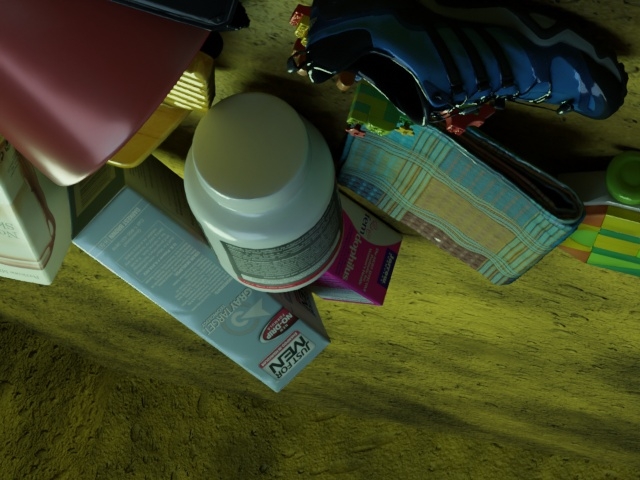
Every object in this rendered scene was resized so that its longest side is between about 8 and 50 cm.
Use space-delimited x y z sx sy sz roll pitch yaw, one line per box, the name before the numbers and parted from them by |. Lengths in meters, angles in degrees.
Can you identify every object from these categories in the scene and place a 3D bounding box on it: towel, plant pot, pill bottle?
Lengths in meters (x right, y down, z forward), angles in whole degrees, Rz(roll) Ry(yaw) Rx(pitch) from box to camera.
towel | 0.145 -0.055 1.720 0.271 0.040 0.370 33 166 3
plant pot | -0.238 -0.224 1.264 0.243 0.275 0.275 35 159 -21
pill bottle | -0.067 -0.059 1.798 0.176 0.176 0.318 14 165 8

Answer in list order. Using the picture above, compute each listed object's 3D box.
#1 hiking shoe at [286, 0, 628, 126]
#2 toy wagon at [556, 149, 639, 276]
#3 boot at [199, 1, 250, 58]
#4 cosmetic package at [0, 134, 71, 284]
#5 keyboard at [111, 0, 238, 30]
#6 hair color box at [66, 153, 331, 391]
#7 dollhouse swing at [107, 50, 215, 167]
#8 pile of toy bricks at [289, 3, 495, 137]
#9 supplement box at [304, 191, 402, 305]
hiking shoe | 0.124 -0.151 1.338 0.304 0.132 0.113 19 165 -9
toy wagon | 0.425 -0.003 1.680 0.344 0.068 0.267 15 166 7
boot | -0.113 -0.221 1.522 0.099 0.045 0.121 0 157 40
cosmetic package | -0.438 -0.079 2.005 0.153 0.129 0.296 10 150 15
keyboard | -0.189 -0.293 1.116 0.317 0.201 0.033 17 -160 -12
hair color box | -0.167 0.028 2.047 0.374 0.113 0.185 39 -165 -27
dollhouse swing | -0.311 -0.090 1.587 0.315 0.305 0.347 21 174 -2
pile of toy bricks | 0.059 -0.148 1.473 0.212 0.105 0.118 19 165 -8
supplement box | 0.000 0.000 2.069 0.114 0.111 0.220 6 162 38
